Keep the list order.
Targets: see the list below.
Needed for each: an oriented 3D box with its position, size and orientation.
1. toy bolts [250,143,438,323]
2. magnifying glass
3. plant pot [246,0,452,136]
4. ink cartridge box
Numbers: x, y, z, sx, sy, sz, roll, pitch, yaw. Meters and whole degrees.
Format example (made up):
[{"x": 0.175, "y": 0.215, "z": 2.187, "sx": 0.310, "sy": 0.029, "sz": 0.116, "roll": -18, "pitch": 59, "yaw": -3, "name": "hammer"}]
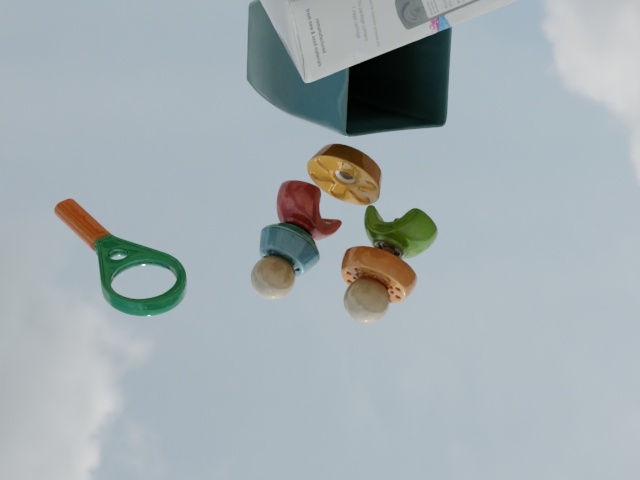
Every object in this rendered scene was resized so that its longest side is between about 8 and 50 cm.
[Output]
[{"x": 0.000, "y": 0.000, "z": 2.075, "sx": 0.218, "sy": 0.228, "sz": 0.158, "roll": 51, "pitch": -125, "yaw": -39, "name": "toy bolts"}, {"x": -0.232, "y": 0.016, "z": 1.797, "sx": 0.092, "sy": 0.026, "sz": 0.231, "roll": -25, "pitch": -136, "yaw": -27, "name": "magnifying glass"}, {"x": 0.020, "y": -0.234, "z": 1.966, "sx": 0.165, "sy": 0.165, "sz": 0.234, "roll": -9, "pitch": -161, "yaw": -39, "name": "plant pot"}, {"x": 0.075, "y": -0.326, "z": 1.669, "sx": 0.306, "sy": 0.131, "sz": 0.226, "roll": -24, "pitch": -129, "yaw": -6, "name": "ink cartridge box"}]
